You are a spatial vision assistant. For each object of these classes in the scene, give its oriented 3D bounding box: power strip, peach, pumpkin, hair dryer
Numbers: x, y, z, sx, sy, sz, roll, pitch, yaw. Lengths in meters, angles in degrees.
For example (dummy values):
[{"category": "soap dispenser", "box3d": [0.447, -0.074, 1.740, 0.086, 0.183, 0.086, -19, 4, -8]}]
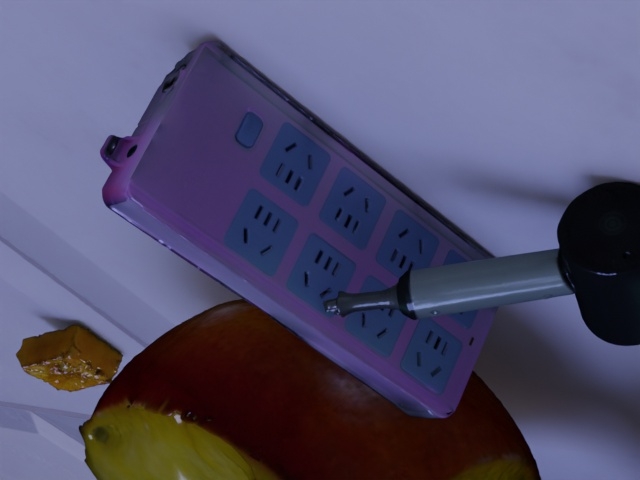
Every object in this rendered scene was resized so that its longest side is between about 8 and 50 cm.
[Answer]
[{"category": "power strip", "box3d": [0.000, 0.000, 0.807, 0.279, 0.109, 0.037, 36, 158, -26]}, {"category": "peach", "box3d": [0.004, 0.167, 1.012, 0.380, 0.242, 0.306, 13, 137, 58]}, {"category": "pumpkin", "box3d": [-0.256, 0.119, 1.398, 0.083, 0.054, 0.074, -17, 142, 28]}, {"category": "hair dryer", "box3d": [0.098, 0.025, 0.762, 0.197, 0.057, 0.100, -7, 147, 13]}]
